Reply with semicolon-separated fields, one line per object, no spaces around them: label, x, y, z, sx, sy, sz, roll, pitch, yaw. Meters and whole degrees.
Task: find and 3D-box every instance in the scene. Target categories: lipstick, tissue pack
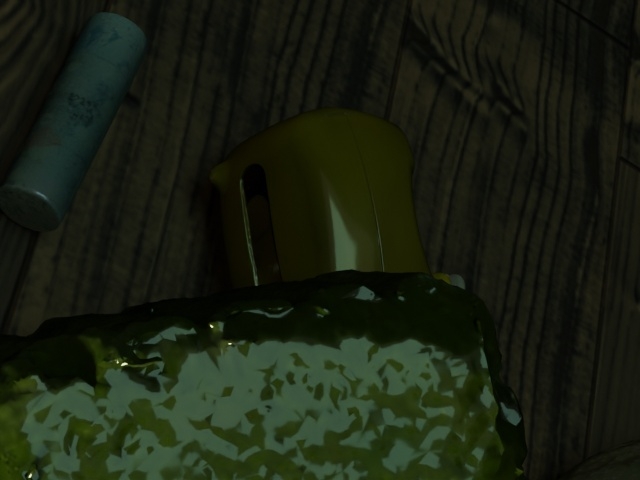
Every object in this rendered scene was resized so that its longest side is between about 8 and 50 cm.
lipstick;-0.164;-0.081;1.047;0.048;0.048;0.158;35;55;-22
tissue pack;0.000;0.000;1.091;0.127;0.123;0.178;2;73;-41

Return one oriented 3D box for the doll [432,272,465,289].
doll;0.082;0.087;1.170;0.113;0.071;0.135;7;73;-55

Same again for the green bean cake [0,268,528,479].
green bean cake;-0.052;0.189;0.898;0.335;0.218;0.319;-9;91;-21

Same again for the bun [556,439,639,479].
bun;0.305;0.308;1.144;0.365;0.219;0.365;18;59;-33
